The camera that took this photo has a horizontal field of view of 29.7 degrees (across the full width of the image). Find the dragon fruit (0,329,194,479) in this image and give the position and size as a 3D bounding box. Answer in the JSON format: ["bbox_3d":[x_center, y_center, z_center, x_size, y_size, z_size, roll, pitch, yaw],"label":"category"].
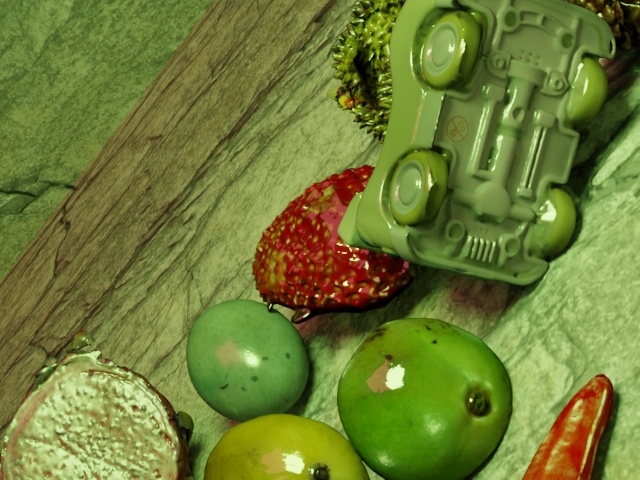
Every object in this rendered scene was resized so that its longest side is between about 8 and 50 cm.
[{"bbox_3d":[-0.330,0.338,1.888,0.263,0.296,0.314,86,-155,-72],"label":"dragon fruit"}]

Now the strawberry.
[{"bbox_3d":[0.000,0.000,1.654,0.306,0.138,0.233,-16,44,26],"label":"strawberry"}]

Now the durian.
[{"bbox_3d":[0.145,-0.251,1.717,0.258,0.258,0.293,-97,28,-55],"label":"durian"}]

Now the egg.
[{"bbox_3d":[-0.106,0.173,1.735,0.169,0.169,0.236,-57,23,-1],"label":"egg"}]

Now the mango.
[{"bbox_3d":[-0.049,0.296,1.405,0.142,0.195,0.331,-45,6,-31],"label":"mango"}]

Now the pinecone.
[{"bbox_3d":[0.370,-0.311,1.480,0.173,0.173,0.174,-42,28,29],"label":"pinecone"}]

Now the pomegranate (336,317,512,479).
[{"bbox_3d":[0.100,0.161,1.382,0.190,0.159,0.241,-45,23,19],"label":"pomegranate"}]

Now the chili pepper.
[{"bbox_3d":[0.247,0.204,1.177,0.088,0.065,0.169,-10,48,57],"label":"chili pepper"}]

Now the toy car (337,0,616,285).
[{"bbox_3d":[0.173,-0.130,1.434,0.226,0.242,0.336,15,93,61],"label":"toy car"}]

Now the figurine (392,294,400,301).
[{"bbox_3d":[0.083,0.044,1.687,0.060,0.047,0.106,-17,38,4],"label":"figurine"}]
